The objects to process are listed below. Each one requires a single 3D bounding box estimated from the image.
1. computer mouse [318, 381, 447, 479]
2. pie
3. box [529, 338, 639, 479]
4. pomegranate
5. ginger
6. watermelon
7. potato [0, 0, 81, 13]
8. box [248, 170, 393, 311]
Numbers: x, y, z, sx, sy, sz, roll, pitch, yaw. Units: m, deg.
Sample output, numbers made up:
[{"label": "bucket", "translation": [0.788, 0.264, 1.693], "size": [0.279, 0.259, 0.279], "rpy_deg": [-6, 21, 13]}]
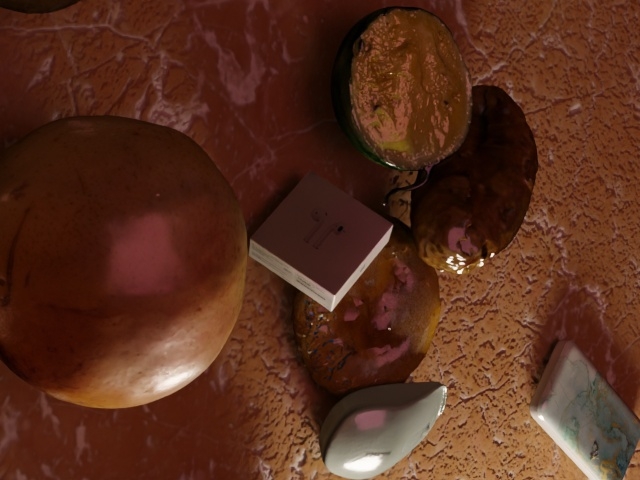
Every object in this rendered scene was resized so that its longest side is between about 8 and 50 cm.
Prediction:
[{"label": "computer mouse", "translation": [0.092, 0.259, 1.880], "size": [0.231, 0.079, 0.128], "rpy_deg": [-5, 128, -44]}, {"label": "pie", "translation": [0.060, 0.087, 1.857], "size": [0.273, 0.069, 0.273], "rpy_deg": [-4, 97, -38]}, {"label": "box", "translation": [0.431, 0.287, 2.245], "size": [0.285, 0.044, 0.142], "rpy_deg": [45, 61, -37]}, {"label": "pomegranate", "translation": [-0.215, 0.019, 1.448], "size": [0.319, 0.319, 0.319], "rpy_deg": [-7, 100, -42]}, {"label": "ginger", "translation": [0.205, -0.062, 1.885], "size": [0.172, 0.165, 0.321], "rpy_deg": [81, 19, -47]}, {"label": "watermelon", "translation": [0.093, -0.189, 1.809], "size": [0.204, 0.127, 0.232], "rpy_deg": [-30, 110, -33]}, {"label": "potato", "translation": [-0.329, -0.348, 1.369], "size": [0.307, 0.173, 0.210], "rpy_deg": [42, 65, -40]}, {"label": "box", "translation": [0.000, 0.000, 1.750], "size": [0.129, 0.130, 0.051], "rpy_deg": [-50, 167, -26]}]
